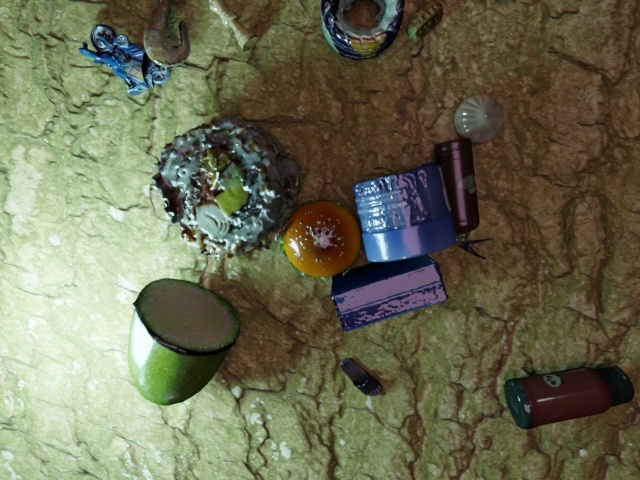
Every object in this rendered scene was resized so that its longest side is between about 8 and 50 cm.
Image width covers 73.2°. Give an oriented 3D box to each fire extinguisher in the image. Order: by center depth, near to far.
[{"bbox_3d":[0.412,-0.112,1.223,0.138,0.102,0.344,-6,97,31],"label":"fire extinguisher"}]

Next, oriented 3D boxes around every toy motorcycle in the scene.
[{"bbox_3d":[-0.558,-0.504,1.229,0.254,0.092,0.135,32,98,-4],"label":"toy motorcycle"}]

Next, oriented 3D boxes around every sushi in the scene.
[{"bbox_3d":[-0.254,-0.142,1.196,0.417,0.176,0.418,0,89,15],"label":"sushi"}]

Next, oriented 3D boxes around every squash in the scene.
[{"bbox_3d":[-0.436,0.320,1.258,0.310,0.310,0.309,32,112,-2],"label":"squash"}]

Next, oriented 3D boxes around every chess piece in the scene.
[{"bbox_3d":[-0.254,-0.621,1.221,0.060,0.060,0.172,-41,91,7],"label":"chess piece"}]

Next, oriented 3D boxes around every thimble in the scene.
[{"bbox_3d":[0.117,-0.618,1.158,0.237,0.150,0.237,0,95,3],"label":"thimble"}]

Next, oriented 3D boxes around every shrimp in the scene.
[{"bbox_3d":[-0.424,-0.595,1.220,0.126,0.047,0.223,15,79,-30],"label":"shrimp"}]

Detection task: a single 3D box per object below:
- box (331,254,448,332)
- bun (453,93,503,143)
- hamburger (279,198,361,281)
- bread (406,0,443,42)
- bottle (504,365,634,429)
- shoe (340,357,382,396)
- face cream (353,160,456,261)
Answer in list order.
[{"bbox_3d":[0.178,0.128,1.191,0.279,0.261,0.116,-19,95,5],"label":"box"},{"bbox_3d":[0.450,-0.342,1.207,0.138,0.094,0.138,0,100,1],"label":"bun"},{"bbox_3d":[0.002,0.000,1.230,0.246,0.170,0.246,0,95,1],"label":"hamburger"},{"bbox_3d":[0.291,-0.613,1.195,0.110,0.060,0.066,-41,109,7],"label":"bread"},{"bbox_3d":[0.734,0.452,1.268,0.336,0.144,0.144,-12,97,4],"label":"bottle"},{"bbox_3d":[0.126,0.433,1.340,0.159,0.053,0.062,44,93,-1],"label":"shoe"},{"bbox_3d":[0.224,-0.077,1.173,0.249,0.249,0.225,-13,93,4],"label":"face cream"}]
